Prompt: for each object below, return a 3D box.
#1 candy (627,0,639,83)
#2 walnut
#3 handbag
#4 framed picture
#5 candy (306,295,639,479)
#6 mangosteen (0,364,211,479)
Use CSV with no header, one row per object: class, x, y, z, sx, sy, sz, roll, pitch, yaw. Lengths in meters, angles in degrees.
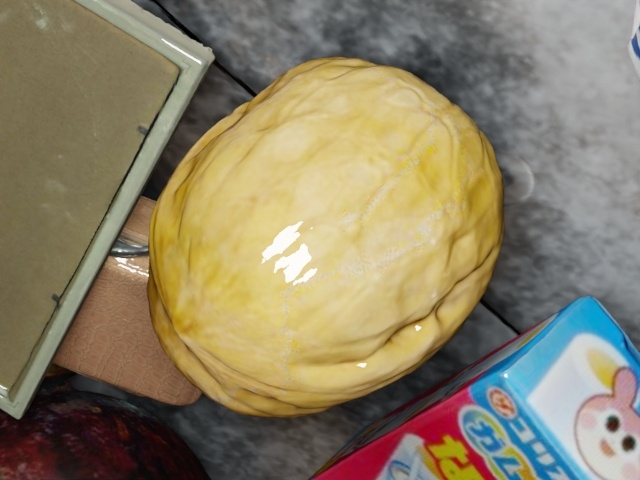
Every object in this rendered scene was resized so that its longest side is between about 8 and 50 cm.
candy,0.237,-0.105,0.941,0.160,0.073,0.092,-2,139,-3
walnut,0.000,0.000,1.072,0.195,0.221,0.195,33,143,29
handbag,-0.153,0.025,1.270,0.193,0.072,0.151,23,137,2
framed picture,-0.229,-0.054,1.179,0.232,0.024,0.315,32,123,0
candy,0.116,0.164,1.207,0.157,0.100,0.306,53,145,1
mangosteen,-0.215,0.227,1.368,0.300,0.300,0.300,12,137,11
